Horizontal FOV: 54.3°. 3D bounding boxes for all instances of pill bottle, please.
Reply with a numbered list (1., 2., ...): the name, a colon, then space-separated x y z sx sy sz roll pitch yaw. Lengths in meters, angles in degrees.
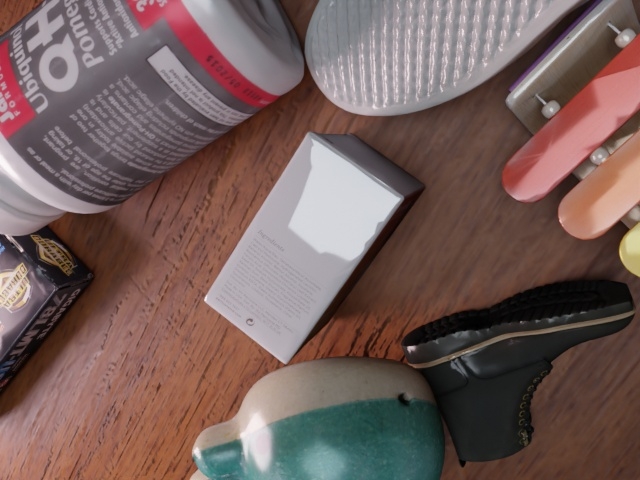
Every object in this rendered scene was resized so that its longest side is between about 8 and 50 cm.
1. pill bottle: -0.188 -0.133 0.556 0.318 0.176 0.176 -29 90 19

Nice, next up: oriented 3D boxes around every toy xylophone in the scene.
1. toy xylophone: 0.303 -0.060 0.453 0.322 0.081 0.236 42 106 18

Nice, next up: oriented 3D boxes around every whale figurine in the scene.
1. whale figurine: -0.011 0.206 0.548 0.272 0.216 0.141 -41 50 37

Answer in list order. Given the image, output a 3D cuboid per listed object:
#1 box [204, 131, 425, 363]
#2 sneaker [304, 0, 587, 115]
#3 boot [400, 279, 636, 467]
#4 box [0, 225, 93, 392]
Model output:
1. box: 0.000 0.000 0.546 0.091 0.130 0.170 37 108 9
2. sneaker: 0.150 -0.211 0.480 0.366 0.150 0.135 -20 102 41
3. boot: 0.186 0.121 0.548 0.198 0.077 0.137 -20 98 32
4. box: -0.454 0.044 0.721 0.293 0.073 0.295 44 108 5
